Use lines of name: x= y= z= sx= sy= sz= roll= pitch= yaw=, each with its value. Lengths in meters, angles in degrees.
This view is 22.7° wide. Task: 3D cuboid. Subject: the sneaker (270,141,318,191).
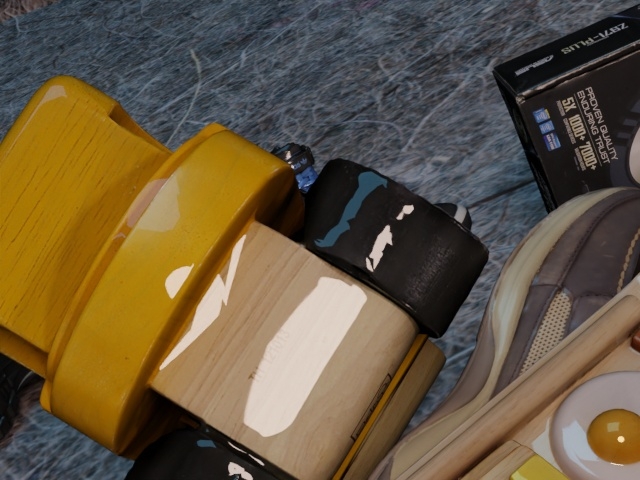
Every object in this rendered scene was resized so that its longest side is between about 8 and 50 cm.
sneaker: x=-0.016 y=-0.039 z=1.381 sx=0.058 sy=0.085 sz=0.152 roll=-28 pitch=22 yaw=-10

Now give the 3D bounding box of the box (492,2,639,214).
box: x=0.216 y=-0.054 z=1.042 sx=0.147 sy=0.180 sz=0.077 roll=-23 pitch=20 yaw=2

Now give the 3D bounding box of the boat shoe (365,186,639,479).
boat shoe: x=0.140 y=0.106 z=0.859 sx=0.130 sy=0.132 sz=0.355 roll=13 pitch=47 yaw=28

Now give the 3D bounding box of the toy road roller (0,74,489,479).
toy road roller: x=-0.063 y=0.041 z=0.857 sx=0.202 sy=0.240 sz=0.329 roll=-58 pitch=-8 yaw=-8

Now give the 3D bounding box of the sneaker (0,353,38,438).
sneaker: x=-0.278 y=0.091 z=1.341 sx=0.108 sy=0.100 sz=0.271 roll=-14 pitch=23 yaw=38

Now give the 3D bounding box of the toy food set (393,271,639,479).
toy food set: x=0.156 y=0.113 z=0.697 sx=0.306 sy=0.092 sz=0.219 roll=-35 pitch=57 yaw=-27

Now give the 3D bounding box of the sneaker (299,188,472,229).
sneaker: x=0.000 y=0.000 z=1.256 sx=0.234 sy=0.097 sz=0.084 roll=-17 pitch=23 yaw=19
